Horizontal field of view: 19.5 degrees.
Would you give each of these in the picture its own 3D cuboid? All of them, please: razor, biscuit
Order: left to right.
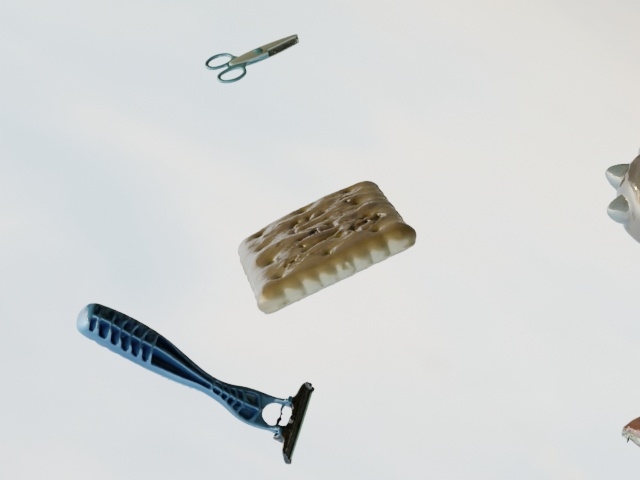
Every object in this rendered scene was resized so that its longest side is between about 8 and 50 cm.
[{"bbox_3d":[-0.117,0.123,1.714,0.253,0.082,0.042,30,154,-31],"label":"razor"},{"bbox_3d":[0.000,0.000,2.380,0.325,0.217,0.044,-116,2,-76],"label":"biscuit"}]

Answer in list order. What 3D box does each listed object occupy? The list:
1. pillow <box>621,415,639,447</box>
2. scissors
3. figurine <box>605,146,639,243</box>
[{"bbox_3d":[0.484,0.246,2.277,0.179,0.075,0.171,-11,-160,-23],"label":"pillow"},{"bbox_3d":[-0.078,-0.222,2.233,0.119,0.014,0.058,-25,-134,-20],"label":"scissors"},{"bbox_3d":[0.422,0.014,1.473,0.381,0.203,0.248,-2,-135,-12],"label":"figurine"}]
